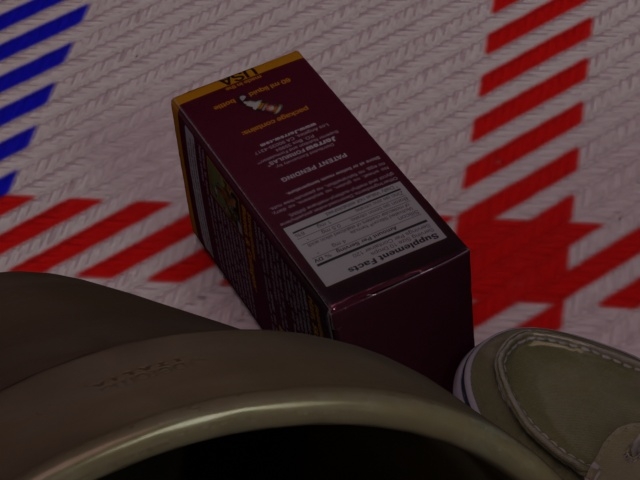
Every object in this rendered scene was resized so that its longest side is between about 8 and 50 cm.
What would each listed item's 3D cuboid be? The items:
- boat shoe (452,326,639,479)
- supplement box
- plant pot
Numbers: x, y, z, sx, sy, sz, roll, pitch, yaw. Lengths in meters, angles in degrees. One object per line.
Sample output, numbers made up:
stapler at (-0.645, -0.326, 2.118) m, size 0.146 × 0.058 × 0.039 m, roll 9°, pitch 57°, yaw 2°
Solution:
boat shoe at (0.180, 0.114, 0.795) m, size 0.109 × 0.094 × 0.302 m, roll -35°, pitch 51°, yaw -26°
supplement box at (0.000, 0.000, 0.930) m, size 0.081 × 0.104 × 0.188 m, roll -23°, pitch 47°, yaw -16°
plant pot at (-0.088, 0.147, 0.676) m, size 0.323 × 0.323 × 0.280 m, roll -24°, pitch 31°, yaw -17°
